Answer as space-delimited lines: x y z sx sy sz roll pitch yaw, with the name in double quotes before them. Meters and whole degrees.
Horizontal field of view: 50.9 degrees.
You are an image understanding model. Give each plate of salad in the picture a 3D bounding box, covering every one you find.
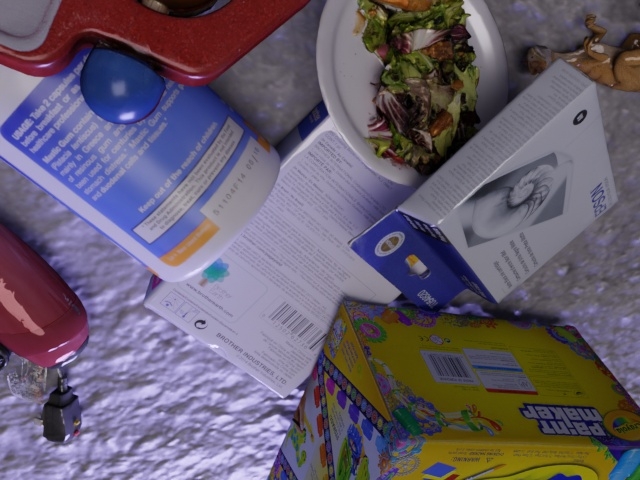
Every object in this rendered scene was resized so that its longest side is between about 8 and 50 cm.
"plate of salad" 0.088 -0.143 0.555 0.200 0.048 0.200 1 89 -30

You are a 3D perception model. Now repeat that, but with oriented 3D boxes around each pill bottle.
"pill bottle" -0.176 -0.102 0.533 0.152 0.152 0.272 -41 114 14

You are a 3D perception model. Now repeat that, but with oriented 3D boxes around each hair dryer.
"hair dryer" -0.340 0.089 0.651 0.223 0.080 0.293 8 115 -10

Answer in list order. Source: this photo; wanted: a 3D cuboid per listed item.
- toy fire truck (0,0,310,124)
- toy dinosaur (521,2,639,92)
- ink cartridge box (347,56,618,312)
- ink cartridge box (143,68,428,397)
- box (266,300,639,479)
"toy fire truck" -0.141 -0.214 0.417 0.302 0.169 0.254 23 85 -16
"toy dinosaur" 0.292 -0.159 0.623 0.211 0.064 0.112 19 131 -6
"ink cartridge box" 0.160 -0.018 0.605 0.224 0.045 0.223 -42 146 7
"ink cartridge box" 0.000 0.000 0.657 0.186 0.065 0.311 40 108 -23
"box" 0.129 0.235 0.696 0.290 0.177 0.279 8 122 -21
